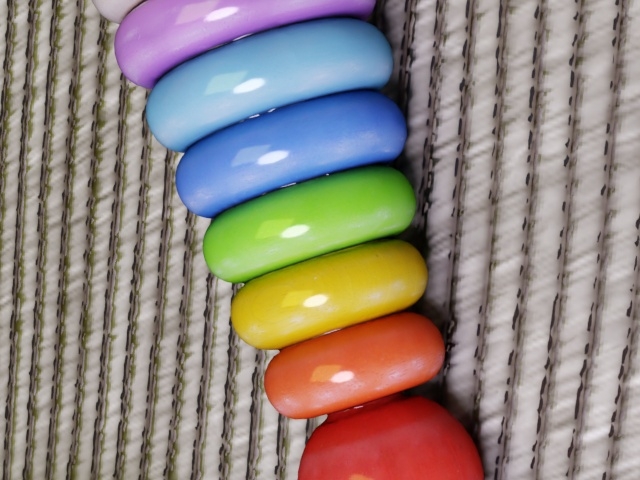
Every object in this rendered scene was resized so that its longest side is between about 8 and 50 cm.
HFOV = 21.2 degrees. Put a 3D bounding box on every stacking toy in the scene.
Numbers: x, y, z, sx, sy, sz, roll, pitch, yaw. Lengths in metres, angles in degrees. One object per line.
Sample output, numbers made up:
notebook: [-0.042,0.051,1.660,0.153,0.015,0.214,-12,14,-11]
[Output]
stacking toy: [0.000,0.000,0.825,0.141,0.141,0.330,-20,86,38]
